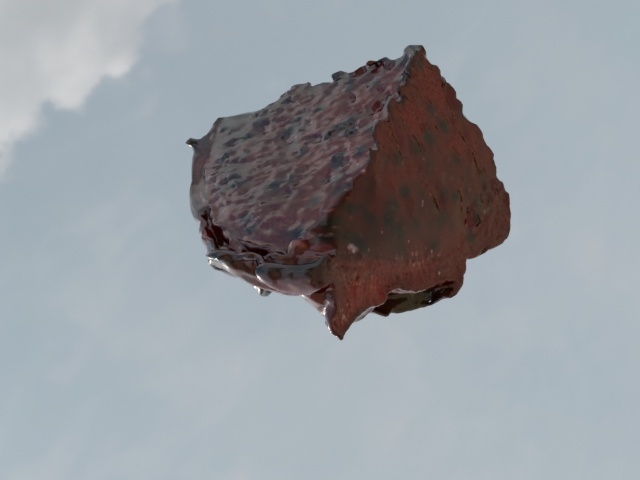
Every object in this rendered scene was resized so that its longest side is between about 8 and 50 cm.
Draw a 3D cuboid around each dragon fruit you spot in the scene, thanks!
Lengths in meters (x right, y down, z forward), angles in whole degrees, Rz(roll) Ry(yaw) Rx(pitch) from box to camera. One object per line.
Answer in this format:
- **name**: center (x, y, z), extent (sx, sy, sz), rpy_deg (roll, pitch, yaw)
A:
- **dragon fruit**: center (0.004, 0.007, 1.341), extent (0.228, 0.286, 0.329), rpy_deg (58, -146, -32)
